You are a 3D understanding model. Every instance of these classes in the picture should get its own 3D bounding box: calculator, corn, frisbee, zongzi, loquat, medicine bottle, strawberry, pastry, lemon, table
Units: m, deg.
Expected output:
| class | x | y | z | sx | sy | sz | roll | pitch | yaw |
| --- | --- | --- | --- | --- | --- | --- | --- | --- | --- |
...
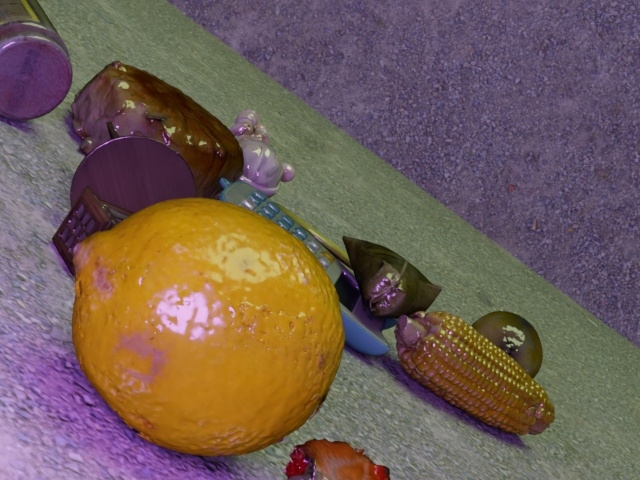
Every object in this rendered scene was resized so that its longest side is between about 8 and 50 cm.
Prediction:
| class | x | y | z | sx | sy | sz | roll | pitch | yaw |
| --- | --- | --- | --- | --- | --- | --- | --- | --- | --- |
| calculator | -0.029 | 0.036 | 1.981 | 0.386 | 0.054 | 0.256 | 46 | 13 | -2 |
| corn | 0.255 | 0.223 | 1.989 | 0.347 | 0.130 | 0.130 | 35 | 13 | -25 |
| frisbee | 0.000 | 0.000 | 2.220 | 0.236 | 0.017 | 0.236 | 37 | -2 | 1 |
| zongzi | 0.079 | 0.046 | 1.976 | 0.204 | 0.094 | 0.205 | 44 | 13 | 19 |
| loquat | 0.345 | 0.206 | 2.256 | 0.152 | 0.152 | 0.195 | 38 | 5 | 6 |
| medicine bottle | -0.499 | -0.321 | 1.882 | 0.151 | 0.151 | 0.322 | 25 | 17 | -39 |
| strawberry | 0.016 | 0.279 | 1.278 | 0.140 | 0.085 | 0.192 | 30 | 14 | -21 |
| pastry | -0.275 | -0.189 | 2.027 | 0.330 | 0.136 | 0.329 | 34 | 16 | -11 |
| lemon | -0.120 | 0.087 | 1.225 | 0.310 | 0.258 | 0.258 | 33 | 13 | -29 |
| table | -0.273 | -0.085 | 1.689 | 0.167 | 0.167 | 0.226 | 32 | 5 | -20 |

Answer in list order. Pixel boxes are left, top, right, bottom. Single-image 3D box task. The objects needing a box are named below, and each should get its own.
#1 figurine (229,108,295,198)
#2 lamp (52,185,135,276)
| class | x | y | z | sx | sy | sz | roll | pitch | yaw |
| --- | --- | --- | --- | --- | --- | --- | --- | --- | --- |
| figurine | -0.150 | -0.152 | 2.262 | 0.182 | 0.144 | 0.256 | 53 | 4 | -22 |
| lamp | -0.191 | 0.037 | 1.580 | 0.325 | 0.089 | 0.090 | 26 | 16 | -41 |
